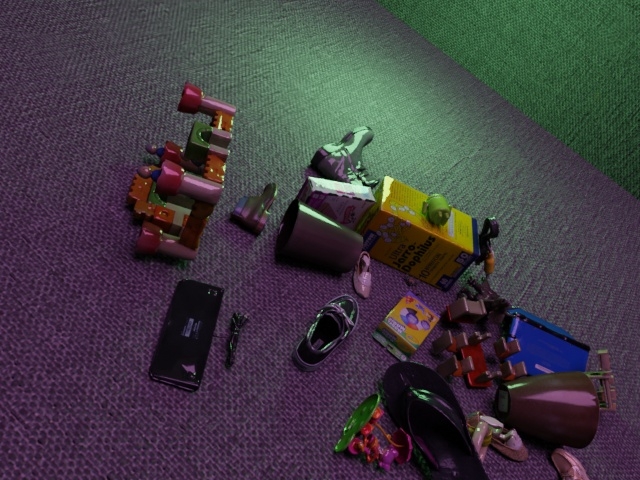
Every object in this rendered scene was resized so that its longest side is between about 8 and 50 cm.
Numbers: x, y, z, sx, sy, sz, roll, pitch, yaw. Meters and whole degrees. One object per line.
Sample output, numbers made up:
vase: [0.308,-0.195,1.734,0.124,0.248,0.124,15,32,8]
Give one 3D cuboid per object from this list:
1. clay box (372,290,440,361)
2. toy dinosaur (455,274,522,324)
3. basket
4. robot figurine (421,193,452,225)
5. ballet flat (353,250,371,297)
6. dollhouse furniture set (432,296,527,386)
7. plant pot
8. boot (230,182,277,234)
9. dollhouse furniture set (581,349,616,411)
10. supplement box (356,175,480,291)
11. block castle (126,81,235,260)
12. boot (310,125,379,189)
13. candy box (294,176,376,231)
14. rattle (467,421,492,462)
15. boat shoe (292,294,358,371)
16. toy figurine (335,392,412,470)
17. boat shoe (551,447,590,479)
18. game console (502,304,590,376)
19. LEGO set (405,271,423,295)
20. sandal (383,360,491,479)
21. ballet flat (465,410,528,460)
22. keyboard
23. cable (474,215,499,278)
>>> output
clay box: [0.255,0.252,1.884,0.127,0.053,0.222,39,38,10]
toy dinosaur: [0.540,0.198,2.102,0.160,0.121,0.313,40,7,4]
basket: [0.000,0.000,1.910,0.226,0.154,0.204,24,36,-16]
robot figurine: [0.369,-0.099,2.008,0.101,0.067,0.115,7,44,-17]
ballet flat: [0.131,0.100,1.963,0.057,0.052,0.168,17,41,-19]
dollhouse furniture set: [0.451,0.315,1.922,0.261,0.135,0.259,9,55,-26]
plant pot: [0.621,0.467,1.805,0.230,0.215,0.215,7,43,-8]
boot: [-0.200,-0.121,1.954,0.106,0.082,0.219,26,41,-12]
dollhouse furniture set: [0.872,0.430,2.029,0.161,0.101,0.182,-9,91,-64]
supplement box: [0.316,-0.020,2.101,0.356,0.194,0.195,24,39,-9]
block castle: [-0.386,-0.191,1.727,0.212,0.303,0.453,17,40,-17]
boot: [0.136,-0.275,2.335,0.223,0.118,0.338,45,51,11]
candy box: [0.037,-0.109,2.037,0.233,0.159,0.071,6,47,-28]
rattle: [0.352,0.550,1.630,0.142,0.130,0.200,22,68,13]
boat shoe: [0.031,0.224,1.723,0.113,0.105,0.306,41,40,11]
toy figurine: [0.144,0.486,1.534,0.159,0.130,0.173,41,61,-3]
boat shoe: [0.693,0.651,1.747,0.059,0.063,0.170,-11,56,-48]
game console: [0.712,0.347,2.112,0.293,0.173,0.250,25,70,-9]
LEGO set: [0.296,0.142,2.059,0.054,0.023,0.083,4,59,-27]
sandal: [0.294,0.477,1.563,0.446,0.167,0.107,60,4,32]
ballet flat: [0.489,0.530,1.735,0.206,0.067,0.073,29,38,-5]
keyboard: [-0.285,0.231,1.564,0.201,0.033,0.317,17,42,-9]
cable: [0.554,-0.004,2.107,0.072,0.287,0.140,-4,53,-3]
